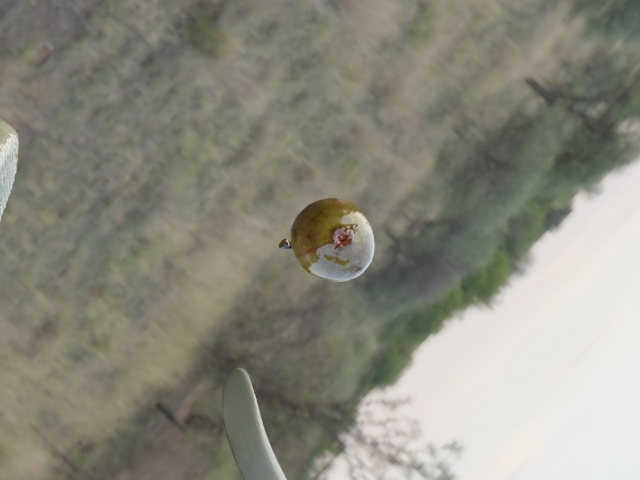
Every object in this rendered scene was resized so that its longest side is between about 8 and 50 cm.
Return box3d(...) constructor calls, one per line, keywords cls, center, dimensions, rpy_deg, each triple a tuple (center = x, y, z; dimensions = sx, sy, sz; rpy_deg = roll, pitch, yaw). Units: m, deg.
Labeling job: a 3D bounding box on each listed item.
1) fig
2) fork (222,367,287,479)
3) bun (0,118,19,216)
box3d(cls="fig", center=(0.000, 0.000, 0.801), dimensions=(0.050, 0.050, 0.083), rpy_deg=(-45, -166, -18))
box3d(cls="fork", center=(0.017, 0.145, 0.497), dimensions=(0.028, 0.219, 0.034), rpy_deg=(-19, 165, -38))
box3d(cls="bun", center=(-0.262, -0.039, 0.970), dimensions=(0.115, 0.069, 0.115), rpy_deg=(-160, -90, -84))
